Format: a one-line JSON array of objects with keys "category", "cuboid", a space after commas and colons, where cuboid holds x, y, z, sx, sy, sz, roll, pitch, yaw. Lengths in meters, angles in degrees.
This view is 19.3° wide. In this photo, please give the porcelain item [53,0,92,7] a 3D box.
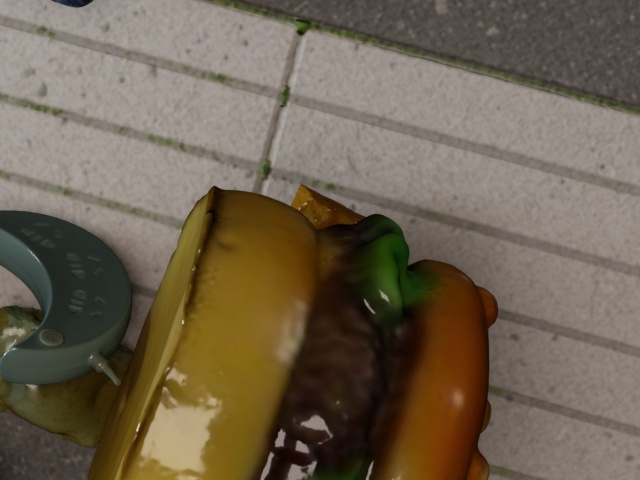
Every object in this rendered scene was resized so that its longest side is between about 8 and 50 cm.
[{"category": "porcelain item", "cuboid": [-0.230, -0.278, 1.593, 0.114, 0.147, 0.147, 16, 95, 8]}]

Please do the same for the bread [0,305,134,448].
[{"category": "bread", "cuboid": [-0.231, 0.119, 1.636, 0.156, 0.110, 0.103, 22, 90, 6]}]

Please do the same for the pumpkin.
[{"category": "pumpkin", "cuboid": [0.000, 0.000, 1.624, 0.083, 0.054, 0.074, 27, 100, -16]}]

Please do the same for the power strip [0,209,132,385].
[{"category": "power strip", "cuboid": [-0.226, 0.053, 1.601, 0.137, 0.216, 0.044, -4, 132, -27]}]

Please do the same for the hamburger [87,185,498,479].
[{"category": "hamburger", "cuboid": [-0.028, 0.174, 1.474, 0.277, 0.396, 0.396, 21, 96, -6]}]
